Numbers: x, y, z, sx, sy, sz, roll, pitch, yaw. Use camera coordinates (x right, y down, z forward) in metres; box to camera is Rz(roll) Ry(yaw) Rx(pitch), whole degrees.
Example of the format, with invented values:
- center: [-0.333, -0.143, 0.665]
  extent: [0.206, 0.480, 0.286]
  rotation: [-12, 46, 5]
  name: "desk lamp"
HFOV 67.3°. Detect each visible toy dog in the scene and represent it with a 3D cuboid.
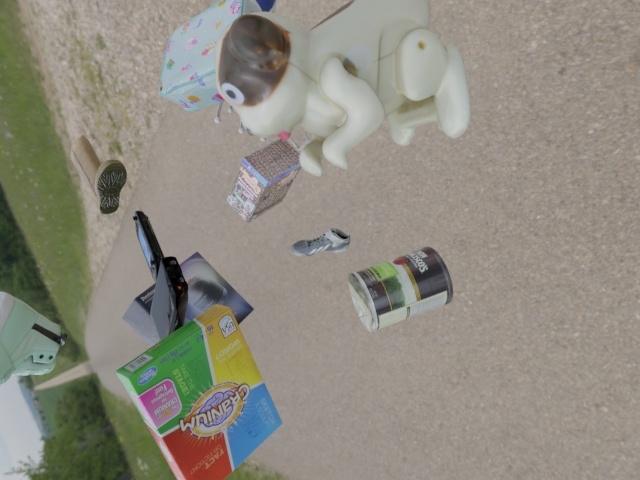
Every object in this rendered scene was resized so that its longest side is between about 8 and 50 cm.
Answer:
- center: [0.018, -0.309, 0.864]
  extent: [0.284, 0.409, 0.394]
  rotation: [-143, 44, -65]
  name: "toy dog"

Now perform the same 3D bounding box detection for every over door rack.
- center: [-0.228, -0.400, 1.651]
  extent: [0.324, 0.240, 0.108]
  rotation: [38, 107, 34]
  name: "over door rack"

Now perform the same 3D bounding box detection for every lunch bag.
- center: [-0.245, -0.439, 1.125]
  extent: [0.280, 0.108, 0.223]
  rotation: [-9, 67, 33]
  name: "lunch bag"

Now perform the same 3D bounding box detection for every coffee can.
- center: [0.255, 0.156, 1.552]
  extent: [0.201, 0.276, 0.201]
  rotation: [161, 90, -78]
  name: "coffee can"

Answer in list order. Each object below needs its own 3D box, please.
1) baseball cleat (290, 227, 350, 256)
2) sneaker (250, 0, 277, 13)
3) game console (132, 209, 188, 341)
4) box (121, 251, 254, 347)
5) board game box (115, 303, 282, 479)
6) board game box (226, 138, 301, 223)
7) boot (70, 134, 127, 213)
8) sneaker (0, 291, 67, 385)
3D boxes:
- center: [0.000, 0.000, 1.657]
  extent: [0.109, 0.206, 0.072]
  rotation: [96, 165, -48]
  name: "baseball cleat"
- center: [-0.207, -0.779, 1.582]
  extent: [0.315, 0.128, 0.182]
  rotation: [82, 169, -64]
  name: "sneaker"
- center: [-0.417, 0.081, 1.218]
  extent: [0.361, 0.044, 0.213]
  rotation: [56, 137, 34]
  name: "game console"
- center: [-0.445, 0.248, 1.634]
  extent: [0.294, 0.296, 0.183]
  rotation: [45, 135, -1]
  name: "box"
- center: [-0.234, 0.330, 0.996]
  extent: [0.064, 0.242, 0.316]
  rotation: [2, 119, 47]
  name: "board game box"
- center: [-0.230, -0.247, 1.993]
  extent: [0.141, 0.232, 0.291]
  rotation: [45, 141, 7]
  name: "board game box"
- center: [-0.746, -0.252, 1.587]
  extent: [0.269, 0.089, 0.236]
  rotation: [54, 132, 23]
  name: "boot"
- center: [-0.524, 0.229, 0.803]
  extent: [0.094, 0.255, 0.151]
  rotation: [-12, 142, 26]
  name: "sneaker"
